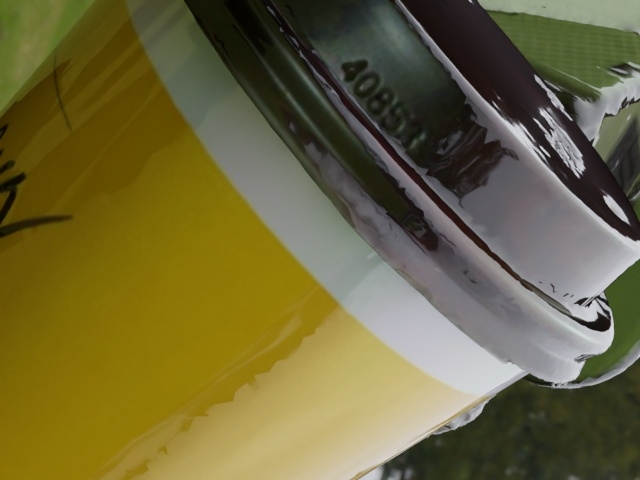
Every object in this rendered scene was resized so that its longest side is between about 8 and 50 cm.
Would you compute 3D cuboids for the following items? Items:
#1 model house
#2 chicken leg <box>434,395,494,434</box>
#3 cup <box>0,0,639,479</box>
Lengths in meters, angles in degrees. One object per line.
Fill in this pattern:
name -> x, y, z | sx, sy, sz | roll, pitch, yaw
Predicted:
model house -> 0.072, -0.090, 0.644 | 0.205, 0.218, 0.279 | -56, 158, -10
chicken leg -> 0.002, -0.002, 0.622 | 0.069, 0.198, 0.085 | -50, -178, -27
cup -> -0.046, 0.020, 0.483 | 0.279, 0.196, 0.196 | -41, -173, 15
